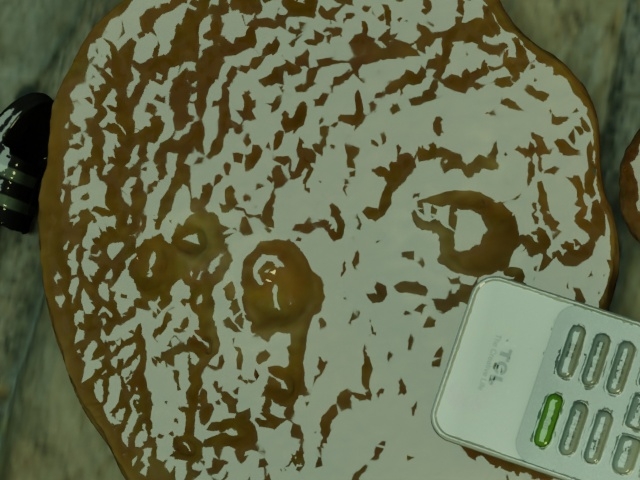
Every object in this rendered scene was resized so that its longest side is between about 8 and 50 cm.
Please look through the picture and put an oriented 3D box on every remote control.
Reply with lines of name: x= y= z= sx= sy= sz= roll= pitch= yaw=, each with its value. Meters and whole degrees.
remote control: x=0.192 y=0.103 z=1.089 sx=0.250 sy=0.034 sz=0.103 roll=19 pitch=84 yaw=10

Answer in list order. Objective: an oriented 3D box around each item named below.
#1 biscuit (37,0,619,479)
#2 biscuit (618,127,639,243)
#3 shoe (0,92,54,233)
biscuit: x=0.001 y=0.000 z=1.197 sx=0.365 sy=0.062 sz=0.385 roll=-12 pitch=77 yaw=11
biscuit: x=0.335 y=-0.017 z=1.115 sx=0.262 sy=0.052 sz=0.277 roll=-37 pitch=72 yaw=10
shoe: x=-0.216 y=-0.012 z=1.262 sx=0.049 sy=0.071 sz=0.179 roll=40 pitch=97 yaw=19
